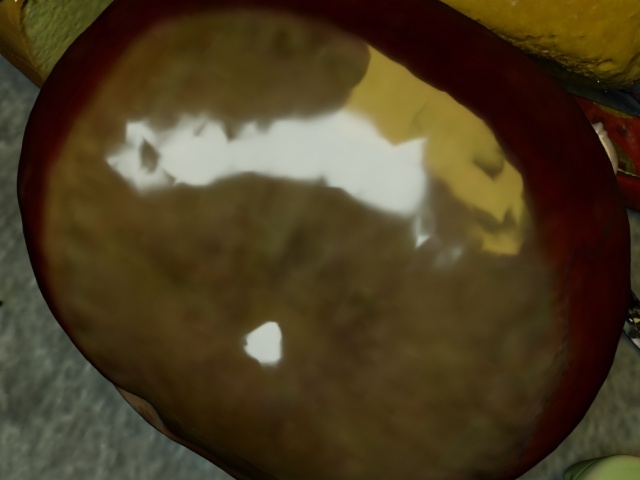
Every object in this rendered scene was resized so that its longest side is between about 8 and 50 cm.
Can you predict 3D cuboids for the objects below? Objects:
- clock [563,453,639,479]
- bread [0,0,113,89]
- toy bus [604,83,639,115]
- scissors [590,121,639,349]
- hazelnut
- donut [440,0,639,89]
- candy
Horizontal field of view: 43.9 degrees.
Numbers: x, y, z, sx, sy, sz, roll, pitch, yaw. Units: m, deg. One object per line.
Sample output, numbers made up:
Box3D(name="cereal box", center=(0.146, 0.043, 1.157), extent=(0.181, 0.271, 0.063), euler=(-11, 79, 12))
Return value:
Box3D(name="clock", center=(0.216, 0.333, 0.581), extent=(0.235, 0.096, 0.308), euler=(43, 71, 7))
Box3D(name="bread", center=(-0.236, -0.222, 0.680), extent=(0.169, 0.160, 0.140), euler=(38, 70, 6))
Box3D(name="toy bus", center=(0.291, -0.230, 0.789), extent=(0.317, 0.112, 0.138), euler=(36, 79, 7))
Box3D(name="scissors", center=(0.229, 0.000, 0.713), extent=(0.160, 0.024, 0.317), euler=(-38, 89, 13))
Box3D(name="hazelnut", center=(0.000, 0.000, 0.558), extent=(0.409, 0.359, 0.359), euler=(35, 70, 9))
Box3D(name="donut", center=(0.152, -0.197, 0.619), extent=(0.278, 0.277, 0.108), euler=(17, 101, -2))
Box3D(name="candy", center=(0.271, -0.084, 0.755), extent=(0.292, 0.059, 0.086), euler=(19, 70, -1))
